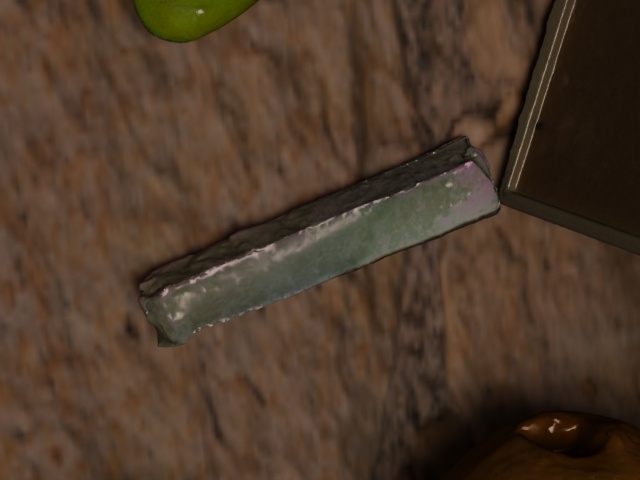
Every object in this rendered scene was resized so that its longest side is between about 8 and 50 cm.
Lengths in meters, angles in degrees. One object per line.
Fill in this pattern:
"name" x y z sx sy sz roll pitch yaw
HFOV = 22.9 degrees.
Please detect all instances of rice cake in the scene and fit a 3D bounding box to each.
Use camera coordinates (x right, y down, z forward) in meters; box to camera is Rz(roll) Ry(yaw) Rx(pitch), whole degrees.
"rice cake" 0.000 0.000 0.869 0.211 0.034 0.043 -22 116 -10

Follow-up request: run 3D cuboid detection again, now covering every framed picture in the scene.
"framed picture" 0.215 -0.126 0.818 0.020 0.211 0.289 6 103 -49

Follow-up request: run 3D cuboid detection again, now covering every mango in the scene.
"mango" -0.054 -0.149 0.807 0.073 0.056 0.108 35 94 -15

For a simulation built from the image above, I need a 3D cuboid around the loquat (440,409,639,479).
"loquat" 0.142 0.211 0.859 0.193 0.238 0.238 -1 103 -13
